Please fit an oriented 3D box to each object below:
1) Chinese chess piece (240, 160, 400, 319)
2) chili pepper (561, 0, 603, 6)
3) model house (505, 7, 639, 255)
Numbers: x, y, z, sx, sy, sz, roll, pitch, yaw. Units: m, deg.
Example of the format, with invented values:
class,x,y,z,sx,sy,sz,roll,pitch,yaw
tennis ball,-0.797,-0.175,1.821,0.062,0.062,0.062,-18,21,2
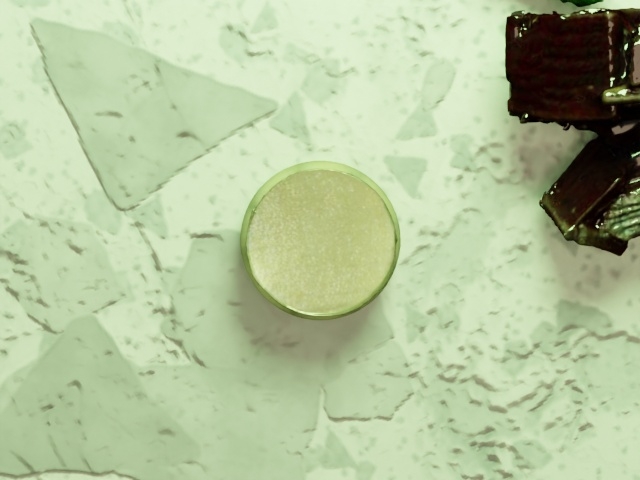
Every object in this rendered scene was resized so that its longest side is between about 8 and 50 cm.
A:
class,x,y,z,sx,sy,sz,roll,pitch,yaw
Chinese chess piece,0.000,0.000,1.377,0.122,0.051,0.122,0,95,-2
chili pepper,0.140,-0.260,1.354,0.216,0.062,0.108,43,92,-9
model house,0.227,-0.087,1.340,0.164,0.141,0.203,-12,99,-13
